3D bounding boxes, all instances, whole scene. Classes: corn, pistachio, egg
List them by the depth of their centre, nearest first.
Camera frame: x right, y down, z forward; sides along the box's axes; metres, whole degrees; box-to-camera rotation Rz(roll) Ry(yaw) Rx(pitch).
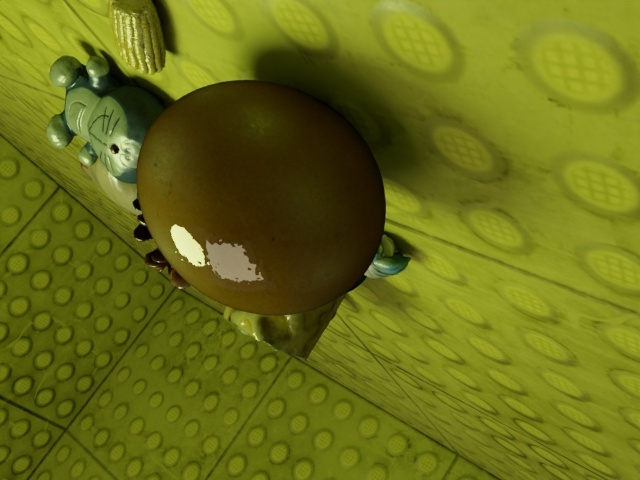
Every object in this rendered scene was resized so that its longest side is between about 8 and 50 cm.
[{"bbox_3d":[-0.079,-0.057,0.891,0.351,0.282,0.282,28,163,31],"label":"egg"},{"bbox_3d":[-0.259,-0.296,0.994,0.085,0.063,0.165,58,166,10],"label":"corn"},{"bbox_3d":[-0.399,-0.127,1.579,0.197,0.166,0.288,-21,134,22],"label":"pistachio"}]

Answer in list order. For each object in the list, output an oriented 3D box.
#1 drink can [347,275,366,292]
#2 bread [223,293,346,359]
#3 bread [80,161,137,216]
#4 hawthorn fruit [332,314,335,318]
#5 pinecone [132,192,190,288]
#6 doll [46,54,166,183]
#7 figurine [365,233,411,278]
[{"bbox_3d":[0.000,0.000,1.221,0.118,0.118,0.205,19,158,48],"label":"drink can"},{"bbox_3d":[-0.060,0.099,1.428,0.196,0.252,0.238,25,167,20],"label":"bread"},{"bbox_3d":[-0.464,-0.138,1.826,0.328,0.114,0.295,37,166,0],"label":"bread"},{"bbox_3d":[-0.013,0.147,1.715,0.128,0.128,0.128,33,165,10],"label":"hawthorn fruit"},{"bbox_3d":[-0.254,-0.049,1.399,0.264,0.264,0.264,33,165,10],"label":"pinecone"},{"bbox_3d":[-0.388,-0.217,1.313,0.258,0.154,0.228,41,129,27],"label":"doll"},{"bbox_3d":[0.100,0.023,1.180,0.114,0.079,0.114,12,-166,-3],"label":"figurine"}]
